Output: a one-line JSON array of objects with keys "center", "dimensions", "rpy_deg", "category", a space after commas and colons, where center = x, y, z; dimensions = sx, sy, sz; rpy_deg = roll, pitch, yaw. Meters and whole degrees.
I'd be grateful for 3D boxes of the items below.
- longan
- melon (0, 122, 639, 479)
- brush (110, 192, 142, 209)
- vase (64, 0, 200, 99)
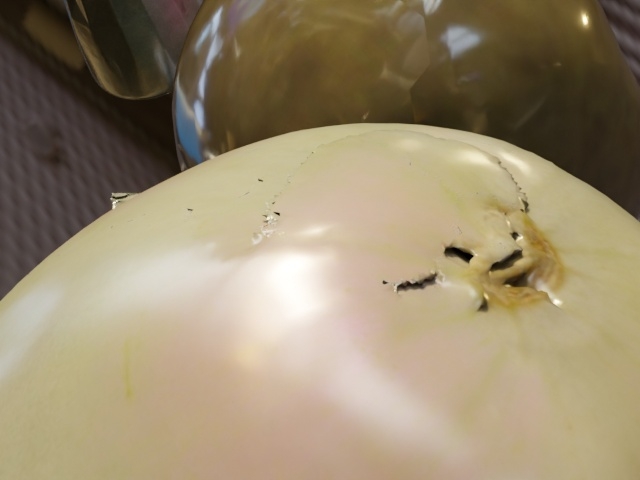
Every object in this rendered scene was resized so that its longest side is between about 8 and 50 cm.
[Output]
[{"center": [0.047, -0.063, 0.948], "dimensions": [0.288, 0.288, 0.350], "rpy_deg": [43, -5, 13], "category": "longan"}, {"center": [-0.012, 0.116, 0.433], "dimensions": [0.223, 0.223, 0.317], "rpy_deg": [40, -47, 17], "category": "melon"}, {"center": [0.000, 0.000, 1.282], "dimensions": [0.017, 0.314, 0.090], "rpy_deg": [116, -30, -51], "category": "brush"}, {"center": [-0.138, -0.186, 1.064], "dimensions": [0.086, 0.086, 0.214], "rpy_deg": [28, -23, 31], "category": "vase"}]
